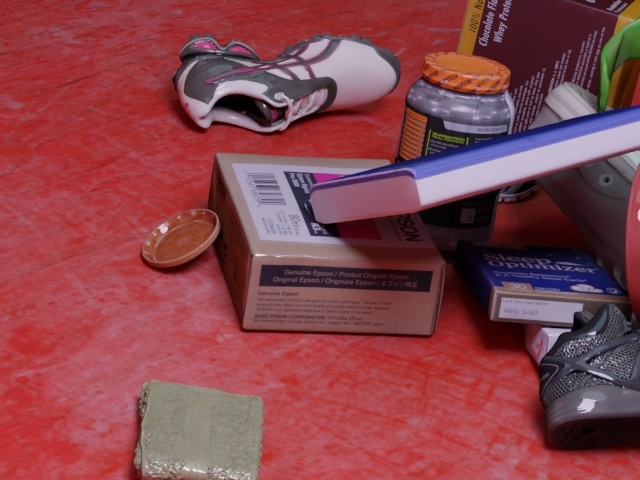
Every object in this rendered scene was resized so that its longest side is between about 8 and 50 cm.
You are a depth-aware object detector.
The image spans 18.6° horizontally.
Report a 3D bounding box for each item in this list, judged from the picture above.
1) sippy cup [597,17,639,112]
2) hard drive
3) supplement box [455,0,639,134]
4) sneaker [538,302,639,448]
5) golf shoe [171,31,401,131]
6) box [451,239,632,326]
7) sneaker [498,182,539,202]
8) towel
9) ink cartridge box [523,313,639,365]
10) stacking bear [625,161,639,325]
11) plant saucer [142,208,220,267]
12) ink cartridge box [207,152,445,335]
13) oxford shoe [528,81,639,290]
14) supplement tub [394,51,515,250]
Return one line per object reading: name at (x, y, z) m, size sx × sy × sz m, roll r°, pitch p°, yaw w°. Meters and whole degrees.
sippy cup at (0.450, -0.143, 1.985) m, size 0.305 × 0.240 × 0.224 m, roll -23°, pitch 27°, yaw 33°
hard drive at (0.175, -0.077, 1.851) m, size 0.319 × 0.040 × 0.210 m, roll -15°, pitch 4°, yaw -26°
supplement box at (0.266, -0.210, 2.280) m, size 0.194 × 0.191 × 0.129 m, roll 19°, pitch 25°, yaw 16°
sneaker at (0.302, 0.117, 1.772) m, size 0.227 × 0.087 × 0.130 m, roll -1°, pitch 57°, yaw -13°
golf shoe at (-0.035, -0.171, 2.284) m, size 0.273 × 0.105 × 0.120 m, roll -2°, pitch 44°, yaw -11°
box at (0.214, 0.038, 1.945) m, size 0.136 × 0.036 × 0.225 m, roll 4°, pitch 13°, yaw -8°
sneaker at (0.179, -0.087, 2.188) m, size 0.170 × 0.075 × 0.063 m, roll -2°, pitch 28°, yaw -23°
towel at (-0.101, 0.165, 1.643) m, size 0.110 × 0.027 × 0.148 m, roll 8°, pitch 25°, yaw -6°
ink cartridge box at (0.268, 0.093, 1.919) m, size 0.145 × 0.045 × 0.179 m, roll 5°, pitch 9°, yaw -8°
stacking bear at (0.433, 0.004, 1.768) m, size 0.289 × 0.175 × 0.164 m, roll 2°, pitch 0°, yaw 21°
plant saucer at (-0.137, -0.001, 1.938) m, size 0.083 × 0.013 × 0.083 m, roll -19°, pitch 31°, yaw 12°
ink cartridge box at (0.000, 0.000, 1.939) m, size 0.193 × 0.088 × 0.234 m, roll 1°, pitch 27°, yaw -15°
oxford shoe at (0.356, 0.012, 2.009) m, size 0.169 × 0.130 × 0.449 m, roll 20°, pitch 24°, yaw -51°
supplement tub at (0.138, -0.094, 2.049) m, size 0.117 × 0.190 × 0.117 m, roll 9°, pitch 21°, yaw -3°
